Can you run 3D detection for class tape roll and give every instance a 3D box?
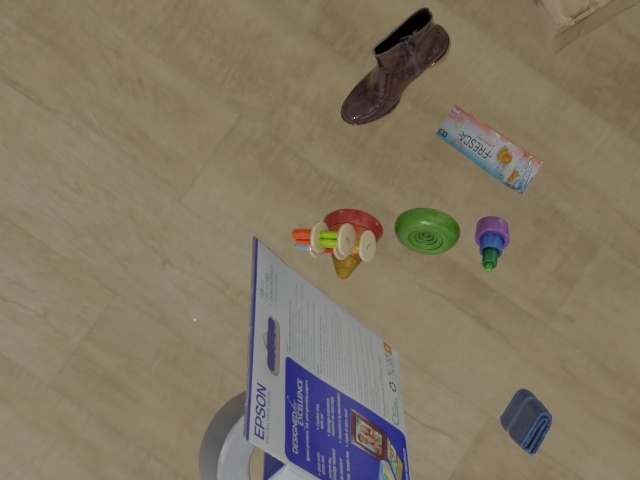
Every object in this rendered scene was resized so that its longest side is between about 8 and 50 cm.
[{"bbox_3d":[-0.078,0.345,1.591,0.219,0.072,0.219,-3,96,-31],"label":"tape roll"}]

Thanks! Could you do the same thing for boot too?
[{"bbox_3d":[0.115,-0.309,1.785,0.248,0.207,0.090,-36,74,11],"label":"boot"}]

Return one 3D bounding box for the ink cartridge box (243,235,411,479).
[{"bbox_3d":[-0.004,0.193,1.246,0.072,0.303,0.307,-33,127,28],"label":"ink cartridge box"}]

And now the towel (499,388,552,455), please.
[{"bbox_3d":[0.290,0.252,1.412,0.029,0.119,0.067,30,95,-7],"label":"towel"}]

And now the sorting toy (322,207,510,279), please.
[{"bbox_3d":[0.170,0.022,1.897,0.366,0.127,0.126,1,52,18],"label":"sorting toy"}]

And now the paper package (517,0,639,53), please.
[{"bbox_3d":[0.292,-0.428,1.289,0.168,0.309,0.324,-30,88,10],"label":"paper package"}]

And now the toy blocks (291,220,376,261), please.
[{"bbox_3d":[0.000,0.000,1.672,0.148,0.123,0.054,3,83,33],"label":"toy blocks"}]

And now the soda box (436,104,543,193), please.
[{"bbox_3d":[0.267,-0.147,1.601,0.058,0.183,0.063,22,106,-41],"label":"soda box"}]
